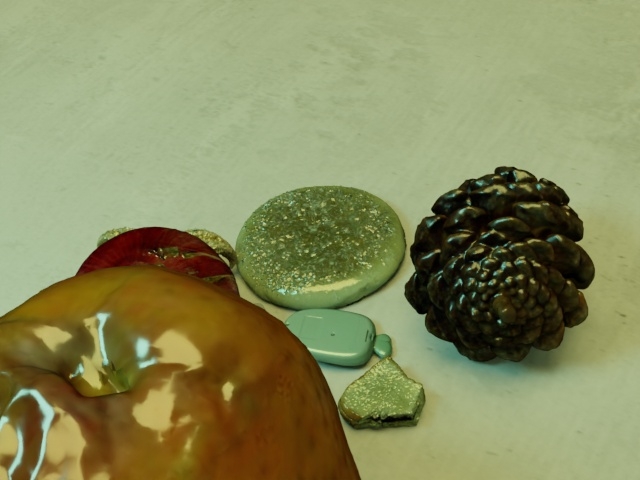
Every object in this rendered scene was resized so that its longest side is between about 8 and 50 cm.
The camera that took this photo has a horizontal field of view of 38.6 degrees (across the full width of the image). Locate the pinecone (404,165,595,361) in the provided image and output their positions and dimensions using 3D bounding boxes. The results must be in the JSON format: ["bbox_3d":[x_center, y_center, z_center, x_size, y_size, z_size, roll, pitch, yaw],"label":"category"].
[{"bbox_3d":[0.238,0.022,1.214,0.244,0.244,0.309,10,31,17],"label":"pinecone"}]

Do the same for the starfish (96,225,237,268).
[{"bbox_3d":[-0.237,0.051,1.326,0.238,0.071,0.216,37,66,24],"label":"starfish"}]

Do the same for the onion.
[{"bbox_3d":[-0.224,0.095,1.207,0.248,0.161,0.248,-6,74,22],"label":"onion"}]

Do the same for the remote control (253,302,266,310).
[{"bbox_3d":[-0.065,0.159,1.240,0.050,0.027,0.184,-19,49,-21],"label":"remote control"}]

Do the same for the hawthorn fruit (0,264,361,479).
[{"bbox_3d":[-0.187,0.246,0.866,0.472,0.471,0.471,-4,44,3],"label":"hawthorn fruit"}]

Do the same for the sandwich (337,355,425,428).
[{"bbox_3d":[0.079,0.206,1.163,0.105,0.035,0.093,-31,50,-22],"label":"sandwich"}]

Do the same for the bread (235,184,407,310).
[{"bbox_3d":[0.000,0.000,1.384,0.267,0.040,0.267,-4,43,3],"label":"bread"}]

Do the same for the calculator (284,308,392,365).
[{"bbox_3d":[0.024,0.131,1.250,0.153,0.021,0.095,8,40,9],"label":"calculator"}]
